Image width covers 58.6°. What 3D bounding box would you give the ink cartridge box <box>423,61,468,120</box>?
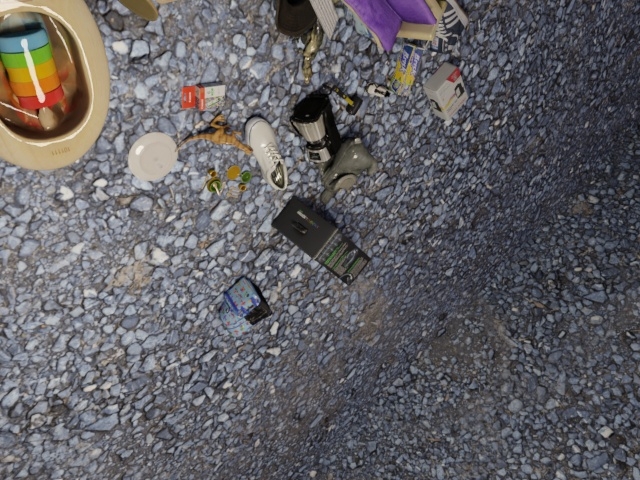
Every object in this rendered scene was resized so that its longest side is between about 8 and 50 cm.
[{"bbox_3d":[0.471,-0.556,2.132,0.127,0.072,0.175,-49,142,-4],"label":"ink cartridge box"}]

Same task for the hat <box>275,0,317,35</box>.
[{"bbox_3d":[-0.075,-0.689,1.408,0.331,0.133,0.331,-58,165,-25],"label":"hat"}]

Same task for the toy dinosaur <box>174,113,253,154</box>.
[{"bbox_3d":[-0.288,-0.289,1.574,0.211,0.112,0.064,7,145,-7],"label":"toy dinosaur"}]

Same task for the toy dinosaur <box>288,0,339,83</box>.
[{"bbox_3d":[-0.020,-0.590,1.624,0.118,0.064,0.268,0,118,-62],"label":"toy dinosaur"}]

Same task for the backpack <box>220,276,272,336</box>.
[{"bbox_3d":[-0.276,0.235,1.958,0.173,0.158,0.117,-39,133,3],"label":"backpack"}]

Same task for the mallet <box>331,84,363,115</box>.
[{"bbox_3d":[0.076,-0.447,1.821,0.189,0.039,0.062,0,120,-61],"label":"mallet"}]

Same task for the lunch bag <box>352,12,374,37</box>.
[{"bbox_3d":[0.190,-0.727,1.703,0.219,0.090,0.176,-37,137,-19],"label":"lunch bag"}]

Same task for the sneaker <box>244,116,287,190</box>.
[{"bbox_3d":[-0.150,-0.260,1.729,0.094,0.091,0.258,-39,141,-15],"label":"sneaker"}]

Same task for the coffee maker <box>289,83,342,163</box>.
[{"bbox_3d":[0.005,-0.357,1.786,0.171,0.120,0.178,-41,141,-16],"label":"coffee maker"}]

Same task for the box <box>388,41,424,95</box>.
[{"bbox_3d":[0.292,-0.585,1.945,0.059,0.054,0.169,-7,124,-42],"label":"box"}]

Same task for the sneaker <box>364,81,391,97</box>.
[{"bbox_3d":[0.195,-0.506,1.920,0.109,0.043,0.040,-4,124,-41],"label":"sneaker"}]

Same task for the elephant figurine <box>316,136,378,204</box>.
[{"bbox_3d":[0.066,-0.229,1.928,0.239,0.169,0.186,-40,120,5],"label":"elephant figurine"}]

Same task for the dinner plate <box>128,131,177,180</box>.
[{"bbox_3d":[-0.445,-0.222,1.526,0.141,0.017,0.141,-27,137,-28],"label":"dinner plate"}]

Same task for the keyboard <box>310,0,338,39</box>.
[{"bbox_3d":[0.010,-0.626,1.522,0.072,0.014,0.256,-64,166,0],"label":"keyboard"}]

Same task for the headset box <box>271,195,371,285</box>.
[{"bbox_3d":[0.000,0.000,1.962,0.131,0.246,0.283,-51,143,-1],"label":"headset box"}]

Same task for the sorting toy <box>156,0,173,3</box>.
[{"bbox_3d":[-0.302,-0.663,1.304,0.208,0.038,0.193,-24,134,-24],"label":"sorting toy"}]

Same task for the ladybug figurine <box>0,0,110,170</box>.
[{"bbox_3d":[-0.595,-0.361,1.143,0.305,0.162,0.450,-22,134,-31],"label":"ladybug figurine"}]

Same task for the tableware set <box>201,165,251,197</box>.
[{"bbox_3d":[-0.279,-0.180,1.719,0.154,0.024,0.104,14,109,-49],"label":"tableware set"}]

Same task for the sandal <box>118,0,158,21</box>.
[{"bbox_3d":[-0.431,-0.575,1.207,0.240,0.088,0.079,30,70,-41],"label":"sandal"}]

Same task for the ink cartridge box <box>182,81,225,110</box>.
[{"bbox_3d":[-0.311,-0.382,1.520,0.115,0.029,0.063,-19,132,-35],"label":"ink cartridge box"}]

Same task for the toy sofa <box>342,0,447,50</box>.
[{"bbox_3d":[0.182,-0.664,1.528,0.362,0.150,0.177,27,86,-51],"label":"toy sofa"}]

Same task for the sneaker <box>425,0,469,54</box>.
[{"bbox_3d":[0.390,-0.723,1.897,0.282,0.099,0.153,13,108,-52],"label":"sneaker"}]
